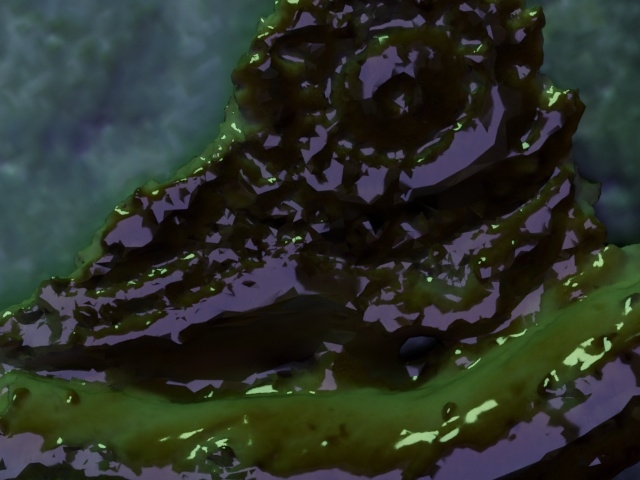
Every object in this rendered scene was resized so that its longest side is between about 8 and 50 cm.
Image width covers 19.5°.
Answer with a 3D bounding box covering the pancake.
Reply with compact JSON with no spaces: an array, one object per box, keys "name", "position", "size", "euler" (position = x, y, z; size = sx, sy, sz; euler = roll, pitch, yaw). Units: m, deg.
[{"name":"pancake","position":[0.000,0.000,0.606],"size":[0.266,0.057,0.244],"euler":[2,109,-9]}]
